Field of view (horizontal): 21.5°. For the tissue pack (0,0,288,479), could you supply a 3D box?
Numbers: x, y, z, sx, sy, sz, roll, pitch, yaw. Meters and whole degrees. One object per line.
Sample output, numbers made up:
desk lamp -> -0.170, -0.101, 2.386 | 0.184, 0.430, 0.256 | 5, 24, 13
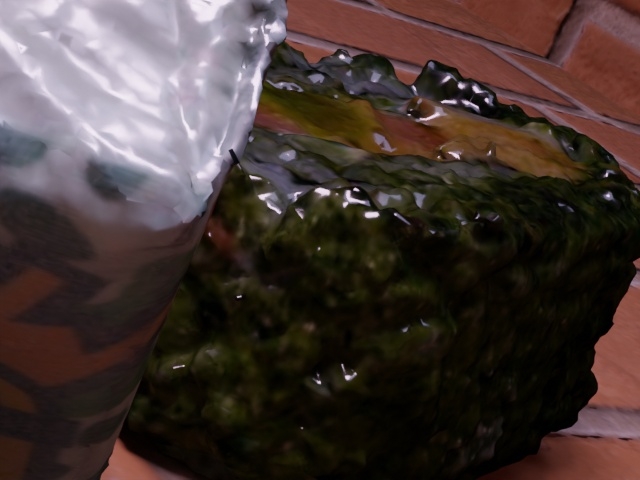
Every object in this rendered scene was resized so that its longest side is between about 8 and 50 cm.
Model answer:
tissue pack -> -0.154, -0.016, 0.554 | 0.228, 0.311, 0.128 | 22, 59, -5

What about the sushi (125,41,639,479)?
sushi -> 0.000, 0.000, 0.928 | 0.294, 0.178, 0.352 | 31, 21, 29
